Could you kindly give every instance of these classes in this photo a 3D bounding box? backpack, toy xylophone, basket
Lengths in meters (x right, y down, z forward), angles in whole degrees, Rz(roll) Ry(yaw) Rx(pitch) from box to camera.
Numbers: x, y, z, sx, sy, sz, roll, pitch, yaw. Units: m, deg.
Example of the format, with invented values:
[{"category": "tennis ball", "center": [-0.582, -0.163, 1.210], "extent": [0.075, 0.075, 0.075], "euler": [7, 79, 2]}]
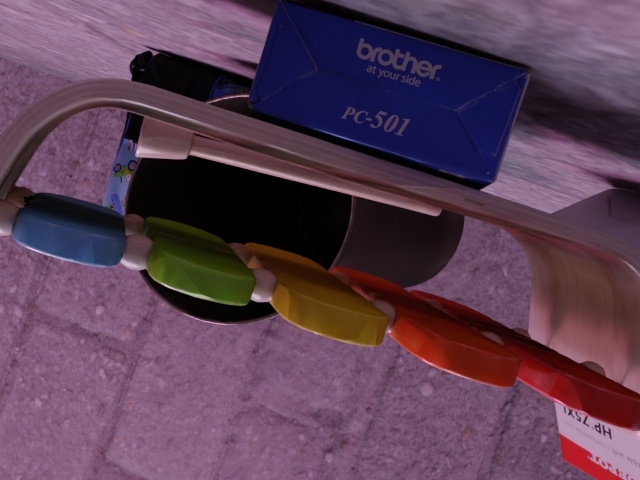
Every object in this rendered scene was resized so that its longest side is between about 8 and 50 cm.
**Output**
[{"category": "backpack", "center": [-0.111, -0.059, 0.787], "extent": [0.117, 0.173, 0.158], "euler": [20, -178, 18]}, {"category": "toy xylophone", "center": [0.000, 0.000, 0.422], "extent": [0.322, 0.081, 0.236], "euler": [17, -177, -6]}, {"category": "basket", "center": [0.005, -0.022, 0.689], "extent": [0.204, 0.154, 0.227], "euler": [-7, 176, 36]}]

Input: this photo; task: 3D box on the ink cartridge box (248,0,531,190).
[{"category": "ink cartridge box", "center": [0.035, -0.057, 0.427], "extent": [0.097, 0.046, 0.207], "euler": [18, -177, 5]}]

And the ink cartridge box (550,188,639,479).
[{"category": "ink cartridge box", "center": [0.218, 0.094, 0.569], "extent": [0.078, 0.231, 0.134], "euler": [-22, -159, -22]}]
